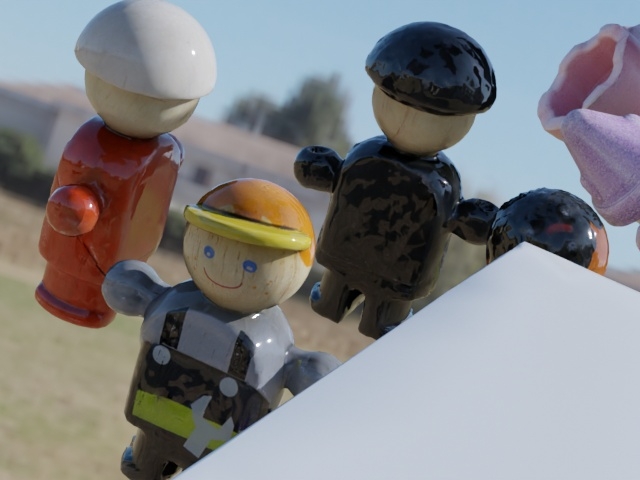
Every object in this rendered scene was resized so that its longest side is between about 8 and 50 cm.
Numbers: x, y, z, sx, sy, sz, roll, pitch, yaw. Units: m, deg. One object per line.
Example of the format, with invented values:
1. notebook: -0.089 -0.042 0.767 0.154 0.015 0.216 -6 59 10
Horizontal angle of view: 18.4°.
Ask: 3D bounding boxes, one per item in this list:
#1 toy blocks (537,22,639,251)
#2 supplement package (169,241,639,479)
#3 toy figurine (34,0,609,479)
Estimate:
1. toy blocks: 0.217 -0.149 0.992 0.260 0.288 0.309 34 18 -17
2. supplement package: 0.101 0.139 0.496 0.262 0.145 0.204 25 32 25
3. toy figurine: 0.000 0.000 0.809 0.213 0.148 0.209 5 27 -24
